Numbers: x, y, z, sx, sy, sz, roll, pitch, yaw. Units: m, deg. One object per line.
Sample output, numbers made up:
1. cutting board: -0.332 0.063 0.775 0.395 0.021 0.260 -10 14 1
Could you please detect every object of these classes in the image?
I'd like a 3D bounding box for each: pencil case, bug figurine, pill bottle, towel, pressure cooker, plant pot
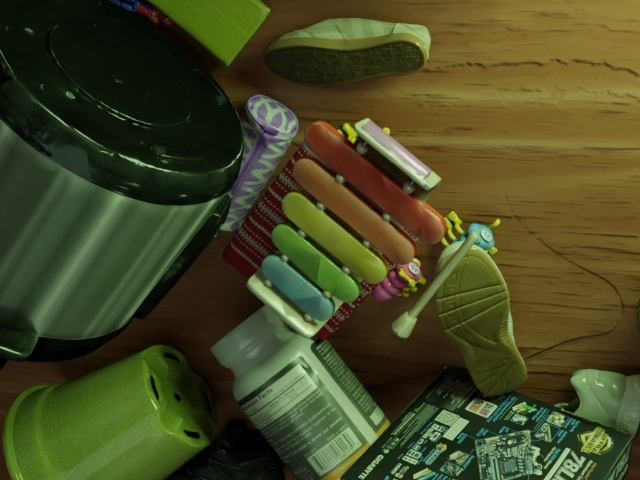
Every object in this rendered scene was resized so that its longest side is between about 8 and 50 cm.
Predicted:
1. pencil case: -0.107 -0.100 1.296 0.086 0.088 0.206 29 123 -5
2. bug figurine: 0.096 -0.019 1.295 0.279 0.072 0.216 37 124 -8
3. pill bottle: -0.028 0.229 1.406 0.162 0.162 0.278 -39 87 32
4. towel: -0.181 -0.335 1.210 0.237 0.021 0.102 39 120 -9
5. pressure cooker: -0.342 -0.061 1.194 0.375 0.370 0.420 48 118 16
6. towel: 0.000 0.000 1.287 0.199 0.031 0.275 39 128 -1
7. plant pot: -0.316 0.301 1.521 0.254 0.276 0.276 -32 108 18

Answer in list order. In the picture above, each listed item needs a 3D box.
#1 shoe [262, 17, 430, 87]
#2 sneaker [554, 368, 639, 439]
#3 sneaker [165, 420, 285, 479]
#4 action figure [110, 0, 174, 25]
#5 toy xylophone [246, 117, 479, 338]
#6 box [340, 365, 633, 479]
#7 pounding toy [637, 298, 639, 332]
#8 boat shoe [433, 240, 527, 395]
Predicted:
1. shoe: 0.033 -0.239 1.194 0.219 0.058 0.076 1 141 20
2. sneaker: 0.393 0.294 1.396 0.121 0.099 0.262 16 116 16
3. sneaker: -0.183 0.371 1.611 0.227 0.087 0.130 -7 116 17
4. action figure: -0.245 -0.308 1.245 0.115 0.030 0.038 23 120 0
5. toy xylophone: 0.053 0.000 1.181 0.236 0.081 0.323 34 127 10
6. box: 0.226 0.312 1.276 0.293 0.295 0.073 18 126 31
7. pounding toy: 0.510 0.074 1.229 0.237 0.110 0.183 -42 92 3
8. boat shoe: 0.210 0.095 1.298 0.098 0.096 0.277 -17 129 8
